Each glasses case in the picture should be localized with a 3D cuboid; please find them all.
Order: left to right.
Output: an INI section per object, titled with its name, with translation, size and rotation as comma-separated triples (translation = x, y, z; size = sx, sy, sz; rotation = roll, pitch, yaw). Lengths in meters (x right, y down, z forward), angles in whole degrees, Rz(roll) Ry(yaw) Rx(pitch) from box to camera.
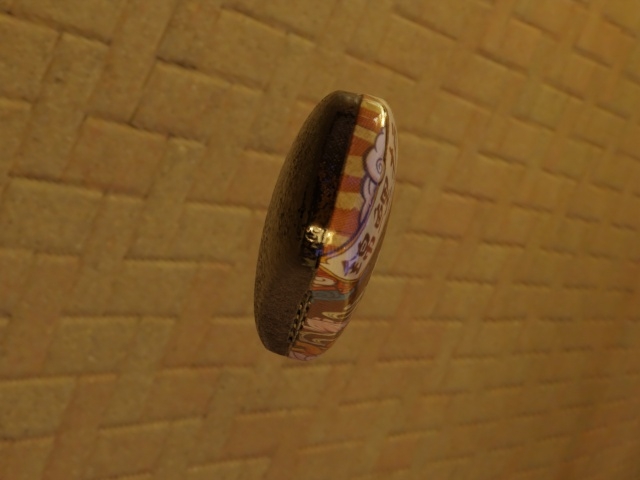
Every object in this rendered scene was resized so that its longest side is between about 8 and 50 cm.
[glasses case]
translation = 0.000, 0.000, 0.917
size = 0.321, 0.082, 0.122
rotation = 107, -1, -72
